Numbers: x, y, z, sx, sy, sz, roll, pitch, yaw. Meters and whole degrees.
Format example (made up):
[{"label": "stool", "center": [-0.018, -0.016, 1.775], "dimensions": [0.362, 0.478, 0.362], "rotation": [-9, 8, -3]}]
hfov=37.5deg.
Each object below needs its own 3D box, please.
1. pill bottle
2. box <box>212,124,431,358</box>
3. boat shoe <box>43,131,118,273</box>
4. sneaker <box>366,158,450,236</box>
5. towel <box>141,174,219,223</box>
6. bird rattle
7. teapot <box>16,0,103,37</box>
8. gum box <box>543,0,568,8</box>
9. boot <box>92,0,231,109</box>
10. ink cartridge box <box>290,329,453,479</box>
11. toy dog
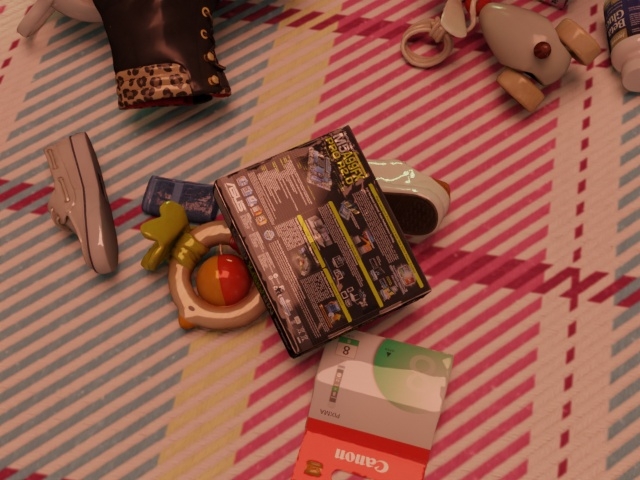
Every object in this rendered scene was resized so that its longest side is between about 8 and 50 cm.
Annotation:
[{"label": "pill bottle", "center": [0.530, -0.336, 1.578], "dimensions": [0.094, 0.094, 0.170], "rotation": [0, 61, 2]}, {"label": "box", "center": [0.000, 0.000, 1.328], "dimensions": [0.216, 0.060, 0.270], "rotation": [-25, 81, -14]}, {"label": "boat shoe", "center": [-0.376, -0.054, 1.450], "dimensions": [0.088, 0.096, 0.268], "rotation": [-18, 61, -4]}, {"label": "sneaker", "center": [0.062, -0.079, 1.466], "dimensions": [0.290, 0.106, 0.123], "rotation": [16, 31, 17]}, {"label": "towel", "center": [-0.219, -0.064, 1.486], "dimensions": [0.119, 0.029, 0.067], "rotation": [10, 63, 7]}, {"label": "bird rattle", "center": [-0.139, 0.030, 1.403], "dimensions": [0.253, 0.143, 0.207], "rotation": [-6, 78, -10]}, {"label": "teapot", "center": [-0.404, -0.486, 1.644], "dimensions": [0.255, 0.187, 0.253], "rotation": [-5, 90, -21]}, {"label": "gum box", "center": [0.430, -0.517, 1.698], "dimensions": [0.107, 0.062, 0.188], "rotation": [26, 64, 15]}, {"label": "boot", "center": [-0.189, -0.374, 1.546], "dimensions": [0.377, 0.138, 0.284], "rotation": [-10, 91, -16]}, {"label": "ink cartridge box", "center": [0.071, 0.242, 1.297], "dimensions": [0.180, 0.056, 0.225], "rotation": [13, 61, 9]}, {"label": "toy dog", "center": [0.286, -0.356, 1.519], "dimensions": [0.333, 0.161, 0.220], "rotation": [26, 93, 15]}]
